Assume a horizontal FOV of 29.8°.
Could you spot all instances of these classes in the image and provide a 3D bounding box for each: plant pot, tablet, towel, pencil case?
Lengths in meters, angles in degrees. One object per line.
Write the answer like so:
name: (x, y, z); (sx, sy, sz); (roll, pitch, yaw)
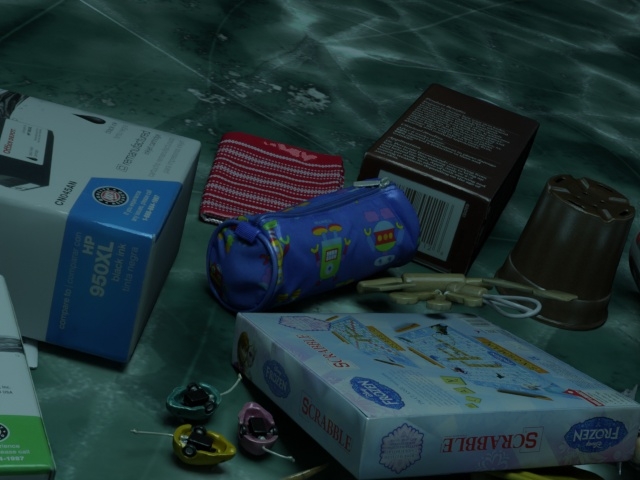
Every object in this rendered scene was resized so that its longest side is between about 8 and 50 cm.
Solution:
plant pot: (0.343, 0.009, 1.645); (0.167, 0.165, 0.167); (14, 27, -7)
tablet: (-0.325, 0.107, 1.266); (0.054, 0.006, 0.083); (8, 29, -17)
towel: (-0.063, -0.077, 1.730); (0.199, 0.031, 0.275); (13, 27, -4)
pencil case: (0.000, 0.000, 1.505); (0.119, 0.133, 0.306); (25, 28, 36)

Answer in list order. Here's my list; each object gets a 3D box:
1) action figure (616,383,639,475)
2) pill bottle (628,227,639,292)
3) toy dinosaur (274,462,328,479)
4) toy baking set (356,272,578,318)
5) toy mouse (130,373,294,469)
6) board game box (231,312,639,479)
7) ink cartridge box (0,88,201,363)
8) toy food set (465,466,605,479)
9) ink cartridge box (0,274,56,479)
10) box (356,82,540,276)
action figure: (0.418, 0.247, 1.327); (0.285, 0.099, 0.185); (17, 34, 10)
pill bottle: (0.523, 0.081, 1.615); (0.161, 0.161, 0.283); (13, 28, -7)
toy dinosaur: (-0.074, 0.262, 1.075); (0.112, 0.064, 0.211); (32, 35, -9)
toy baking set: (0.178, 0.072, 1.504); (0.256, 0.030, 0.197); (0, 10, -12)
toy mouse: (-0.100, 0.184, 1.217); (0.161, 0.031, 0.143); (16, 27, -1)
board game box: (0.110, 0.151, 1.266); (0.318, 0.066, 0.318); (2, 13, -26)
ink cartridge box: (-0.360, -0.044, 1.351); (0.395, 0.166, 0.285); (15, 26, -2)
toy food set: (0.198, 0.255, 1.203); (0.218, 0.071, 0.128); (13, 3, 29)
ink cartridge box: (-0.364, 0.148, 1.040); (0.211, 0.121, 0.289); (3, 30, -25)
box: (0.188, -0.101, 1.797); (0.191, 0.143, 0.381); (22, 29, 12)
